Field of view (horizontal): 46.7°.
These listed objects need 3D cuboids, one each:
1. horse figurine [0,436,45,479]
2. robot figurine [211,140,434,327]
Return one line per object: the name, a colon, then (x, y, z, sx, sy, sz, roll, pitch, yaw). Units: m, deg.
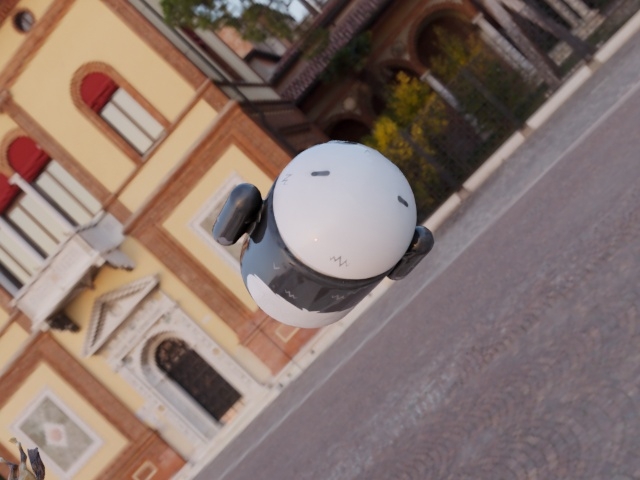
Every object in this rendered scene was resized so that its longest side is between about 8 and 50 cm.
horse figurine: (-0.712, 0.555, 1.642, 0.263, 0.174, 0.066, -28, -10, -48)
robot figurine: (0.002, -0.002, 0.889, 0.209, 0.173, 0.278, -26, -15, -30)
